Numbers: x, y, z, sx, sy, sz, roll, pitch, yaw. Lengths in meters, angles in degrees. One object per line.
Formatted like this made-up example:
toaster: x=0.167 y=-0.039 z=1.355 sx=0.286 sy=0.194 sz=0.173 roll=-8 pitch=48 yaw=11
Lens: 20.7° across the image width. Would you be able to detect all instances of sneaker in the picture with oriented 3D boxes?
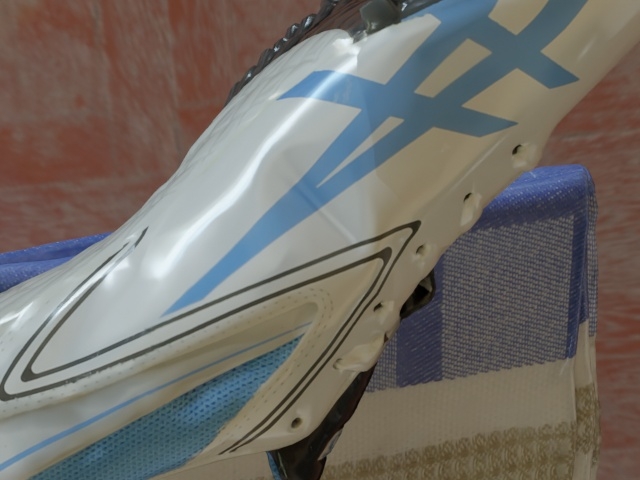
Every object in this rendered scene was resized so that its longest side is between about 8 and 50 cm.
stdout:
sneaker: x=0.000 y=0.000 z=0.412 sx=0.237 sy=0.085 sz=0.086 roll=-39 pitch=101 yaw=4

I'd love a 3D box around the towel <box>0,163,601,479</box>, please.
towel: x=-0.007 y=0.115 z=0.569 sx=0.209 sy=0.034 sz=0.285 roll=-10 pitch=119 yaw=-13
